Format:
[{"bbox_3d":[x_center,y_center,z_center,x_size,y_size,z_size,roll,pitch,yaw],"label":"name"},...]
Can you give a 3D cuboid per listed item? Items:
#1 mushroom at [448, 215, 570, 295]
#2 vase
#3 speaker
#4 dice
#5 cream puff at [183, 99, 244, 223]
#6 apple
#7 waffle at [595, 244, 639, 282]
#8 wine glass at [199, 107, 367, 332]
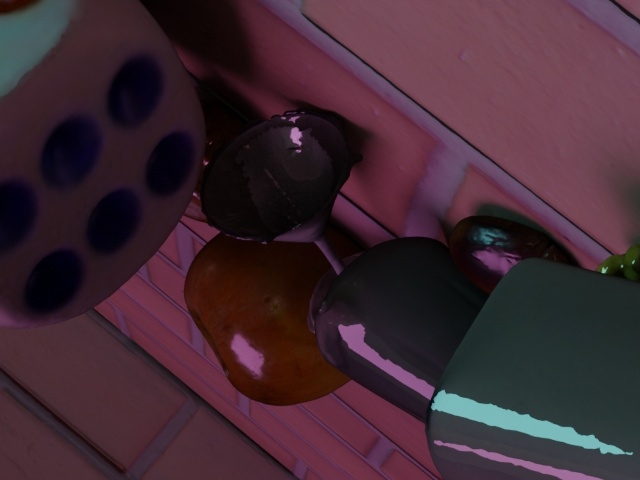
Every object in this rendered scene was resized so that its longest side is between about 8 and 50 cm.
[{"bbox_3d":[0.164,0.025,1.055,0.123,0.052,0.123,36,167,10],"label":"mushroom"},{"bbox_3d":[0.168,0.130,1.120,0.301,0.156,0.251,35,-163,30],"label":"vase"},{"bbox_3d":[0.259,0.197,0.866,0.184,0.183,0.406,11,147,46],"label":"speaker"},{"bbox_3d":[-0.301,-0.115,1.080,0.304,0.277,0.304,33,158,26],"label":"dice"},{"bbox_3d":[-0.127,-0.087,1.295,0.165,0.115,0.150,18,161,33],"label":"cream puff"},{"bbox_3d":[-0.035,0.073,1.406,0.237,0.207,0.237,55,165,22],"label":"apple"},{"bbox_3d":[0.329,0.116,0.907,0.312,0.060,0.307,38,162,8],"label":"waffle"},{"bbox_3d":[0.000,0.000,1.185,0.156,0.156,0.232,27,161,39],"label":"wine glass"}]
